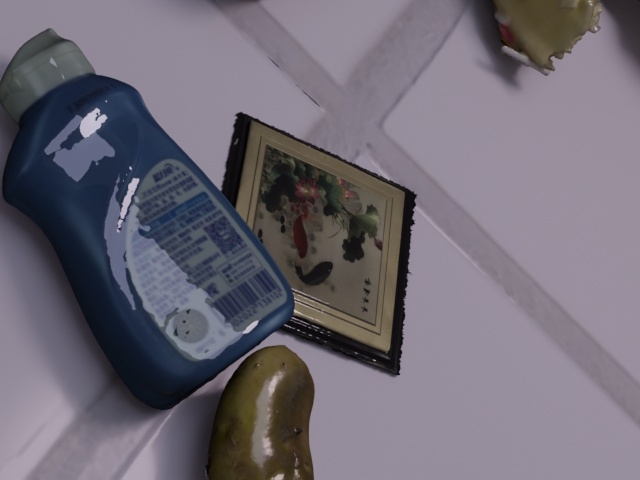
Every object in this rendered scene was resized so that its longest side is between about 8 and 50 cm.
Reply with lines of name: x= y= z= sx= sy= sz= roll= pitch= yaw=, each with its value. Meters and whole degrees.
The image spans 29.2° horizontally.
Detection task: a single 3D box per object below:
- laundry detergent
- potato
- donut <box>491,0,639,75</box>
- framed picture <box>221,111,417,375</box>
laundry detergent: x=-0.149 y=-0.024 z=0.922 sx=0.143 sy=0.094 sz=0.290 roll=-33 pitch=85 yaw=-31
potato: x=-0.042 y=0.148 z=0.911 sx=0.091 sy=0.070 sz=0.138 roll=37 pitch=49 yaw=-51
donut: x=0.353 y=-0.316 z=1.359 sx=0.371 sy=0.150 sz=0.307 roll=3 pitch=60 yaw=-20
framed picture: x=0.000 y=0.000 z=1.065 sx=0.199 sy=0.010 sz=0.195 roll=23 pitch=56 yaw=-25
